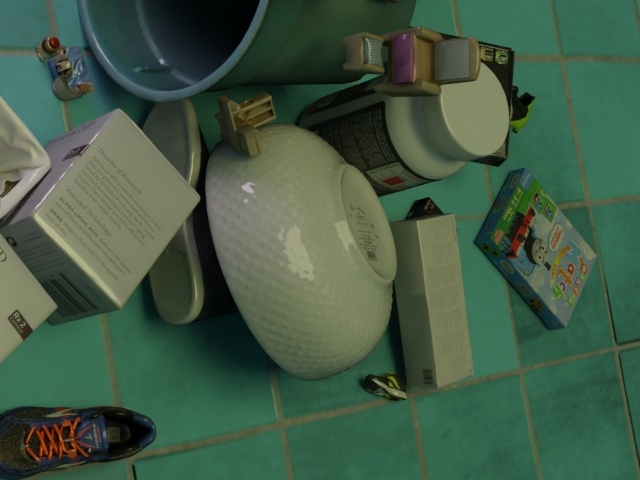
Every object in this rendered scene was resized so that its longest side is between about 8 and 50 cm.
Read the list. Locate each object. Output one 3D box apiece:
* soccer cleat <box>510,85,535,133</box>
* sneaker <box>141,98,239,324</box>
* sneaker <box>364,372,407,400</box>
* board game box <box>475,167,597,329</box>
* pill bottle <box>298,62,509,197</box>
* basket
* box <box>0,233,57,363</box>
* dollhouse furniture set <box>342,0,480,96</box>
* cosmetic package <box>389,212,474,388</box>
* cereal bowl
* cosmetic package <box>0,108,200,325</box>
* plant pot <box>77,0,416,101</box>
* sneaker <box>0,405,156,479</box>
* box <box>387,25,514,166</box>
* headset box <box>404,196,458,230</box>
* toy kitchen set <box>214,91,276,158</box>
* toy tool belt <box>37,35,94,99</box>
[{"bbox_3d":[0.267,-0.218,2.205,0.179,0.060,0.072,8,113,-45],"label":"soccer cleat"},{"bbox_3d":[-0.148,-0.036,1.785,0.147,0.104,0.296,8,71,-52],"label":"sneaker"},{"bbox_3d":[0.091,0.200,1.986,0.083,0.031,0.035,31,55,-43],"label":"sneaker"},{"bbox_3d":[0.347,0.014,2.249,0.211,0.039,0.160,48,53,-24],"label":"board game box"},{"bbox_3d":[0.110,-0.149,1.910,0.162,0.278,0.162,10,75,-40],"label":"pill bottle"},{"bbox_3d":[-0.403,-0.104,1.560,0.167,0.103,0.113,52,52,-20],"label":"basket"},{"bbox_3d":[-0.406,0.049,1.468,0.181,0.182,0.119,55,51,-18],"label":"box"},{"bbox_3d":[0.092,-0.330,1.580,0.303,0.198,0.287,8,81,-57],"label":"dollhouse furniture set"},{"bbox_3d":[0.157,0.085,2.015,0.099,0.060,0.239,-10,94,-49],"label":"cosmetic package"},{"bbox_3d":[0.000,0.000,1.783,0.339,0.141,0.339,53,25,-38],"label":"cereal bowl"},{"bbox_3d":[-0.270,-0.025,1.628,0.151,0.151,0.184,49,52,-22],"label":"cosmetic package"},{"bbox_3d":[-0.073,-0.336,1.780,0.334,0.341,0.341,-2,81,-50],"label":"plant pot"},{"bbox_3d":[-0.282,0.221,1.604,0.221,0.087,0.083,-6,84,-43],"label":"sneaker"},{"bbox_3d":[0.191,-0.216,2.108,0.190,0.045,0.184,11,69,-11],"label":"box"},{"bbox_3d":[0.164,-0.013,2.095,0.083,0.032,0.062,47,54,-22],"label":"headset box"},{"bbox_3d":[-0.081,-0.154,1.696,0.075,0.083,0.068,-27,123,-19],"label":"toy kitchen set"},{"bbox_3d":[-0.303,-0.213,1.709,0.052,0.051,0.083,-29,100,-42],"label":"toy tool belt"}]
